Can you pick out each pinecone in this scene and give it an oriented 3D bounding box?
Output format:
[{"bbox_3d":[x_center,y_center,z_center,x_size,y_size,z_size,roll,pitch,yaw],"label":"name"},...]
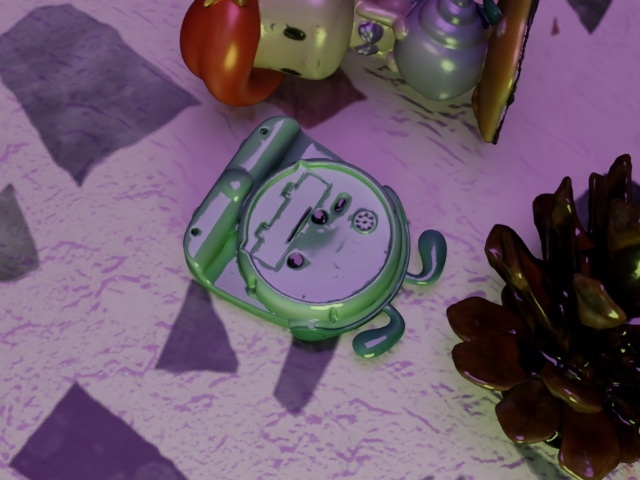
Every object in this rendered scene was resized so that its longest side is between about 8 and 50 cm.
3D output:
[{"bbox_3d":[0.213,0.045,0.924,0.202,0.201,0.229,40,43,-13],"label":"pinecone"}]

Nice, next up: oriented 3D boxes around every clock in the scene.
[{"bbox_3d":[0.000,0.000,1.007,0.188,0.060,0.148,29,73,8],"label":"clock"}]

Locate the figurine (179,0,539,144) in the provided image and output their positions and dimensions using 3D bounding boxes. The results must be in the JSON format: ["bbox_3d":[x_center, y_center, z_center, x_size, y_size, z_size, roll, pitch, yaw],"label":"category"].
[{"bbox_3d":[0.033,-0.187,1.017,0.257,0.181,0.208,14,92,0],"label":"figurine"}]
